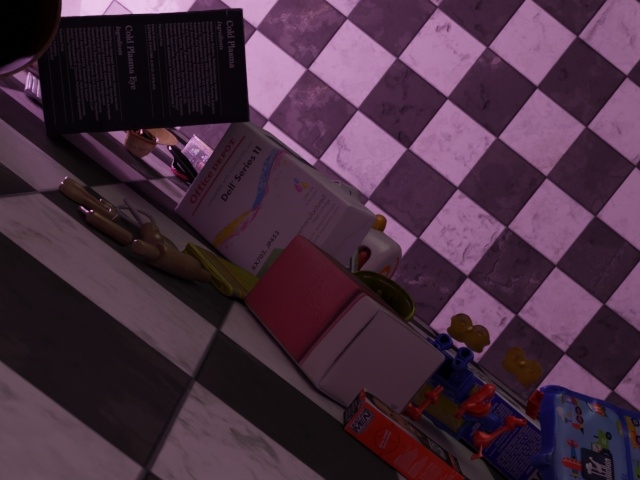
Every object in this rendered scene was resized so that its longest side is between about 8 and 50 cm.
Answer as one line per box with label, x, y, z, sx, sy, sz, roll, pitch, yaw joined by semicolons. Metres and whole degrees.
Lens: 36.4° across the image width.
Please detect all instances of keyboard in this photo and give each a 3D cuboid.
keyboard;-0.516;-0.272;1.809;0.072;0.014;0.256;37;4;-22

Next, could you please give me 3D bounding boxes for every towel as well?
towel;-0.113;0.068;1.421;0.102;0.021;0.237;46;5;26

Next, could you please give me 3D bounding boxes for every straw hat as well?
straw hat;-0.375;-0.207;2.030;0.144;0.061;0.144;25;17;-8

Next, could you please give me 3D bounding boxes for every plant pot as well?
plant pot;-0.488;-0.319;1.347;0.215;0.215;0.230;37;-12;-23

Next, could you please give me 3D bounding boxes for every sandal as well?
sandal;-0.310;-0.151;2.253;0.179;0.040;0.067;54;13;15

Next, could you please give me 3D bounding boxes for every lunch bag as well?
lunch bag;0.405;0.353;1.443;0.293;0.221;0.138;26;-34;-34

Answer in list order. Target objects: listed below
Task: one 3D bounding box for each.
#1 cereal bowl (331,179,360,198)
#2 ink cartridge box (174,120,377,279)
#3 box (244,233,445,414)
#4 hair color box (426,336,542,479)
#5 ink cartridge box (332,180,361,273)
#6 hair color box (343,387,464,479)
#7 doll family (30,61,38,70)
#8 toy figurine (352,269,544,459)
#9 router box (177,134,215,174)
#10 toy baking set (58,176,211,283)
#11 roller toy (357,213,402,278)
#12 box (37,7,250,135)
cereal bowl;-0.080;-0.080;2.329;0.339;0.141;0.339;11;-3;1
ink cartridge box;-0.104;-0.065;1.665;0.353;0.207;0.119;39;10;28
box;0.027;0.116;1.281;0.148;0.127;0.232;38;2;-37
hair color box;0.307;0.322;1.715;0.339;0.110;0.185;41;3;25
ink cartridge box;0.000;0.000;1.840;0.115;0.198;0.273;3;-4;10
hair color box;0.093;0.233;1.112;0.141;0.043;0.072;37;4;-3
doll family;-0.544;-0.379;2.008;0.263;0.118;0.163;36;-2;37
toy figurine;0.155;0.231;1.507;0.362;0.191;0.217;32;-30;27
router box;-0.301;-0.197;2.448;0.122;0.092;0.038;41;4;33
toy baking set;-0.222;-0.014;1.223;0.197;0.030;0.256;40;4;32
roller toy;0.086;0.050;2.318;0.146;0.209;0.191;38;43;20
box;-0.290;-0.284;1.612;0.312;0.179;0.343;-6;13;-8
